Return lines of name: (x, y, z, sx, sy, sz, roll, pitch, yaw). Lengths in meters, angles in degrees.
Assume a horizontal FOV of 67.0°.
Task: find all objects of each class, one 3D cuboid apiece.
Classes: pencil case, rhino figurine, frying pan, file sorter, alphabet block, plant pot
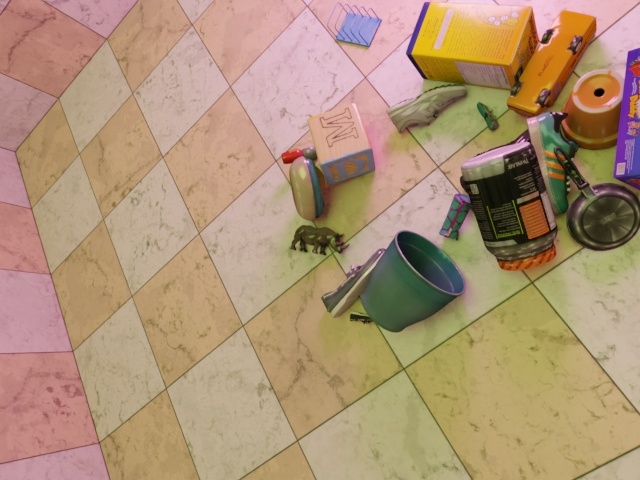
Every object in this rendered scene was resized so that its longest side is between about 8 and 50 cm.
pencil case: (0.441, -0.077, 1.568, 0.065, 0.070, 0.151, 20, 120, 10)
rhino figurine: (0.000, 0.000, 1.838, 0.244, 0.073, 0.106, 8, 87, 30)
frying pan: (0.784, -0.124, 1.345, 0.198, 0.053, 0.325, -12, 102, 15)
file sorter: (0.130, -0.862, 1.915, 0.170, 0.105, 0.118, 27, 94, 32)
alphabet block: (0.079, -0.349, 1.768, 0.194, 0.192, 0.197, -17, 72, 4)
plant pot: (0.275, 0.151, 1.553, 0.271, 0.272, 0.255, 53, 123, 27)
plant pot: (0.796, -0.387, 1.383, 0.205, 0.188, 0.204, -6, 77, 29)

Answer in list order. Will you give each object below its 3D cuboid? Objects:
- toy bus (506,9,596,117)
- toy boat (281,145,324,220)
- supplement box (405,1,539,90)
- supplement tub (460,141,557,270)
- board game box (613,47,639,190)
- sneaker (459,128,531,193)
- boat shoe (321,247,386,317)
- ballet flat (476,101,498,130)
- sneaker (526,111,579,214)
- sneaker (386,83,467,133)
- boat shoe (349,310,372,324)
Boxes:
toy bus: (0.713, -0.536, 1.495, 0.108, 0.130, 0.332, 33, 97, 30)
toy boat: (-0.049, -0.250, 1.849, 0.148, 0.267, 0.318, -14, 52, -6)
supplement box: (0.502, -0.645, 1.603, 0.357, 0.194, 0.195, 21, 91, 31)
supplement tub: (0.554, -0.096, 1.403, 0.207, 0.207, 0.337, -15, 100, 27)
board game box: (0.893, -0.307, 1.281, 0.078, 0.234, 0.346, 0, 80, 58)
sneaker: (0.564, -0.256, 1.546, 0.286, 0.109, 0.130, -46, 55, 12)
boat shoe: (0.119, 0.134, 1.717, 0.099, 0.116, 0.319, 47, 109, 25)
ballet flat: (0.564, -0.419, 1.618, 0.041, 0.041, 0.114, -29, 67, 23)
sneaker: (0.698, -0.227, 1.412, 0.121, 0.108, 0.301, -14, 100, 25)
sneaker: (0.383, -0.470, 1.714, 0.282, 0.105, 0.115, -18, 106, 22)
boat shoe: (0.157, 0.277, 1.706, 0.125, 0.046, 0.038, 5, 83, 34)
